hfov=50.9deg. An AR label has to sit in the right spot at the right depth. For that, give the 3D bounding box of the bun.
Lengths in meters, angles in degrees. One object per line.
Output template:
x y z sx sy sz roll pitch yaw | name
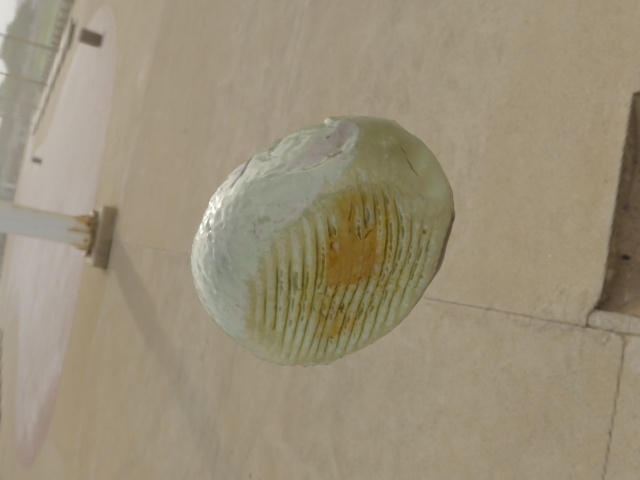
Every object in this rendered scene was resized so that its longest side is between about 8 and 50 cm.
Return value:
0.000 0.000 0.614 0.244 0.244 0.153 -64 34 28 | bun
